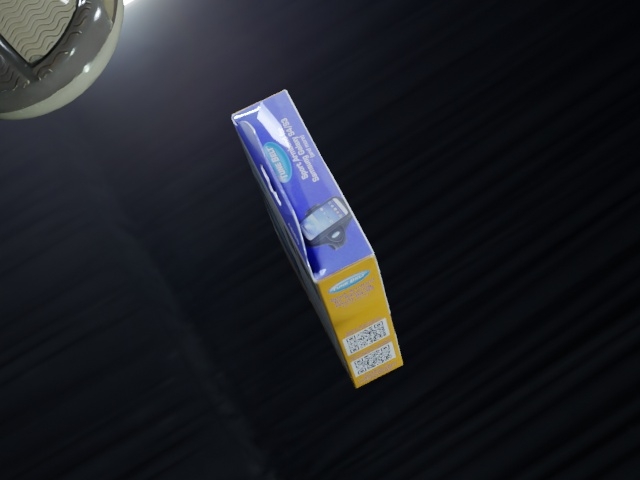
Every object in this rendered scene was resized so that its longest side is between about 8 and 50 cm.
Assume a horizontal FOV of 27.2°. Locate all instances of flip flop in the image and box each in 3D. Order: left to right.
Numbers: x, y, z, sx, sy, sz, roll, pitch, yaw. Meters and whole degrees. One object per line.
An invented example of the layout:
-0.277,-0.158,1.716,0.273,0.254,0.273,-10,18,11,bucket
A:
-0.144,-0.156,0.545,0.277,0.112,0.080,61,11,27,flip flop

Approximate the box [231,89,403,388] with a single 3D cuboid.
0.000,0.000,0.535,0.136,0.028,0.081,76,-12,-64,box
